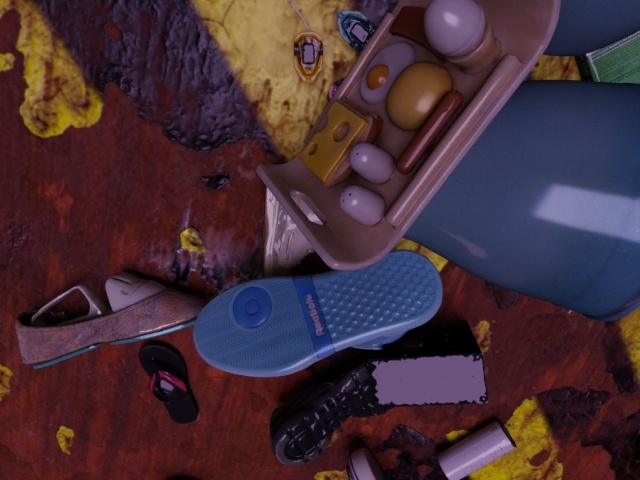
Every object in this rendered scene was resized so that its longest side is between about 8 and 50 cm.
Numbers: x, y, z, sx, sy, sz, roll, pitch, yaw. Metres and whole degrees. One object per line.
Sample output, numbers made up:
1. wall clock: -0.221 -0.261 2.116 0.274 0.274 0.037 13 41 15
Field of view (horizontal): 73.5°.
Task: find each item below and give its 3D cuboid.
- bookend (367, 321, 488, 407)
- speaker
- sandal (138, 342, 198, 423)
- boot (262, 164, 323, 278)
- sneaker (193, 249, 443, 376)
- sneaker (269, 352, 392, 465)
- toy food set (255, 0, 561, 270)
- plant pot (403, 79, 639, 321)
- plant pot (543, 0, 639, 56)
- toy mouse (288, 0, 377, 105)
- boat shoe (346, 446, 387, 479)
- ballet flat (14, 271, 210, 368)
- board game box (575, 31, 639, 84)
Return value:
1. bookend: 0.163 0.187 0.664 0.156 0.157 0.072 -7 93 14
2. speaker: 0.286 0.389 0.790 0.136 0.055 0.055 -38 107 13
3. sandal: -0.258 0.252 0.735 0.067 0.040 0.179 -14 111 5
4. boot: 0.000 0.000 0.626 0.165 0.077 0.213 2 110 -4
5. sneaker: 0.003 0.117 0.606 0.319 0.208 0.127 -11 72 3
6. sneaker: 0.029 0.255 0.718 0.268 0.106 0.101 -27 105 -12
7. toy food set: 0.054 -0.150 0.446 0.092 0.219 0.306 22 110 -42
8. plant pot: 0.229 -0.065 0.518 0.255 0.271 0.271 12 111 10
9. plant pot: 0.271 -0.311 0.430 0.291 0.290 0.195 -2 147 0
10. toy mouse: 0.038 -0.233 0.559 0.143 0.031 0.160 -5 111 1
11. boat shoe: 0.081 0.547 0.806 0.158 0.127 0.340 -24 110 0
12. ballet flat: -0.324 0.109 0.650 0.316 0.107 0.106 -16 97 5
13. board game box: 0.466 -0.282 0.551 0.260 0.030 0.136 -27 111 9
